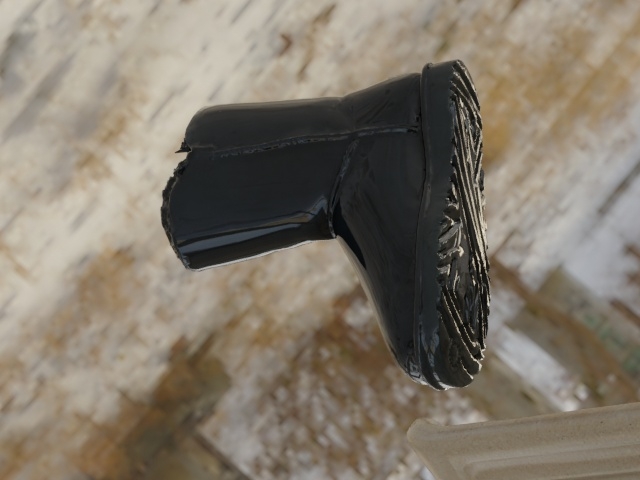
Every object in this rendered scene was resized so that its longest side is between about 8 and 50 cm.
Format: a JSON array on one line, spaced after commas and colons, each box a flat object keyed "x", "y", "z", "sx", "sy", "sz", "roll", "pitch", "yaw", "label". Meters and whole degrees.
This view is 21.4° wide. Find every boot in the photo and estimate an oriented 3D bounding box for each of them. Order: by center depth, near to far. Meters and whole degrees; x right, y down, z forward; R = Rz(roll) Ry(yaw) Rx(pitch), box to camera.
[{"x": 0.000, "y": 0.000, "z": 1.096, "sx": 0.094, "sy": 0.207, "sz": 0.247, "roll": 53, "pitch": 32, "yaw": -49, "label": "boot"}]

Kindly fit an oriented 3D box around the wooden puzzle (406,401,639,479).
[{"x": 0.169, "y": 0.123, "z": 0.536, "sx": 0.238, "sy": 0.221, "sz": 0.044, "roll": -10, "pitch": -146, "yaw": 47, "label": "wooden puzzle"}]
